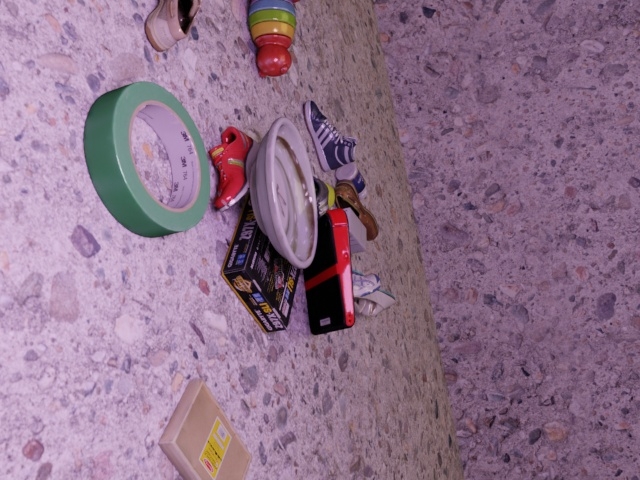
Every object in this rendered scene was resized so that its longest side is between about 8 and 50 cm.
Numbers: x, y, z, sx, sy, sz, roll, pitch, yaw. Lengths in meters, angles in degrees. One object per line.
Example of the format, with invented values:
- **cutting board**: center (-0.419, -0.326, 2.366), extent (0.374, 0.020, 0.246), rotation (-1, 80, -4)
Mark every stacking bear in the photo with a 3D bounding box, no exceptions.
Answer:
- **stacking bear**: center (-0.151, -0.671, 1.907), extent (0.164, 0.175, 0.288), rotation (6, 81, -70)

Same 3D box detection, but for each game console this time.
- **game console**: center (0.021, 0.103, 1.780), extent (0.386, 0.060, 0.341), rotation (140, -57, -71)

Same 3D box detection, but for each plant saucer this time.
- **plant saucer**: center (-0.104, -0.119, 1.567), extent (0.400, 0.101, 0.400), rotation (-7, 90, -76)

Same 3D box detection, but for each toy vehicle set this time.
- **toy vehicle set**: center (-0.239, 0.454, 1.278), extent (0.166, 0.035, 0.266), rotation (-68, 141, -54)

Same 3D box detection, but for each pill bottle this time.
- **pill bottle**: center (0.136, -0.243, 2.474), extent (0.169, 0.094, 0.094), rotation (51, 35, -50)

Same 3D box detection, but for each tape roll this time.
- **tape roll**: center (-0.353, -0.169, 1.253), extent (0.321, 0.077, 0.321), rotation (-11, 90, -68)

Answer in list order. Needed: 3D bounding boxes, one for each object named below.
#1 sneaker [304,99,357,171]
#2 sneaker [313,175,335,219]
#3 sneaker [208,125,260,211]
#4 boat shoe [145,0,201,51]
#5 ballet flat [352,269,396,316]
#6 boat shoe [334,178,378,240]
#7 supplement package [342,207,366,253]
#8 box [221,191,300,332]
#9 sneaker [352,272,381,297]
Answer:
- **sneaker**: center (0.045, -0.411, 2.251), extent (0.099, 0.153, 0.282), rotation (-56, 131, -62)
- **sneaker**: center (-0.014, -0.089, 2.039), extent (0.121, 0.111, 0.299), rotation (37, 38, -50)
- **sneaker**: center (-0.245, -0.189, 1.540), extent (0.118, 0.107, 0.279), rotation (39, 38, -31)
- **boat shoe**: center (-0.339, -0.581, 1.458), extent (0.109, 0.098, 0.302), rotation (57, 30, -43)
- **ballet flat**: center (0.173, 0.228, 2.323), extent (0.400, 0.139, 0.139), rotation (36, 47, -54)
- **boat shoe**: center (0.135, -0.098, 2.405), extent (0.307, 0.111, 0.104), rotation (54, 35, -28)
- **supplement package**: center (0.098, -0.032, 2.260), extent (0.179, 0.105, 0.105), rotation (47, 38, -53)
- **box**: center (-0.148, 0.051, 1.650), extent (0.322, 0.079, 0.257), rotation (-79, 151, -44)
- **sneaker**: center (0.097, 0.143, 2.065), extent (0.296, 0.112, 0.131), rotation (-17, 89, -44)
